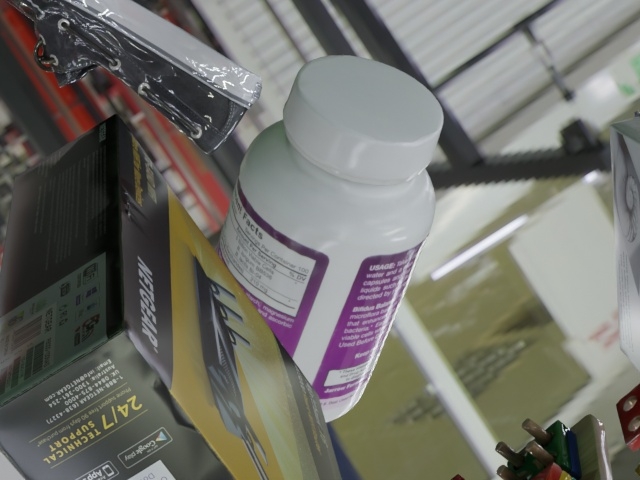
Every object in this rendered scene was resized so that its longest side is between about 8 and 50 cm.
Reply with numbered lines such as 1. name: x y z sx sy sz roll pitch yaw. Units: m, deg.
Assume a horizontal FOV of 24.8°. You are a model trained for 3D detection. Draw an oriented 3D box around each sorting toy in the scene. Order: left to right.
1. sorting toy: 0.119 0.168 0.872 0.274 0.046 0.132 -44 -163 24

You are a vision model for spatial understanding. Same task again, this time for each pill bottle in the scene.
1. pill bottle: 0.000 0.000 1.244 0.169 0.169 0.302 -43 158 -51

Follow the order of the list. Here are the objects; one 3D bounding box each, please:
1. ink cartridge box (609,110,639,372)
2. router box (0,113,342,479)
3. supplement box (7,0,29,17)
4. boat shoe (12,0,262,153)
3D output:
1. ink cartridge box: 0.294 0.008 1.302 0.045 0.223 0.224 -5 -167 -1
2. router box: -0.073 0.090 0.790 0.081 0.243 0.309 -31 -156 5
3. supplement box: -0.212 -0.324 1.458 0.239 0.130 0.073 -15 150 24
4. boat shoe: -0.152 -0.133 0.981 0.076 0.228 0.080 -60 -172 4
